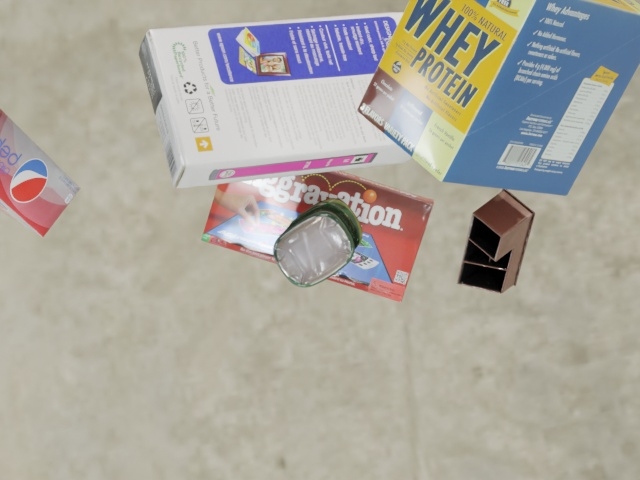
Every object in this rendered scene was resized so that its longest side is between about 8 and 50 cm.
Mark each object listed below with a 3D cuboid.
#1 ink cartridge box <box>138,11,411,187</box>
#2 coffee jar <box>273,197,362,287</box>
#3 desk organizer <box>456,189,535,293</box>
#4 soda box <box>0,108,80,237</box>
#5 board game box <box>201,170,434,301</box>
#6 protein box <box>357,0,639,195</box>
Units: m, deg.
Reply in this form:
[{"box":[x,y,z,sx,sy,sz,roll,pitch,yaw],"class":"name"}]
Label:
[{"box":[-0.009,-0.167,1.856,0.069,0.370,0.176,122,136,-60],"class":"ink cartridge box"},{"box":[0.000,0.000,2.029,0.096,0.184,0.079,-32,94,10],"class":"coffee jar"},{"box":[0.185,0.009,1.729,0.047,0.050,0.130,42,150,24],"class":"desk organizer"},{"box":[-0.403,-0.108,1.972,0.092,0.263,0.083,29,78,33],"class":"soda box"},{"box":[-0.004,-0.027,2.159,0.281,0.027,0.145,17,104,-1],"class":"board game box"},{"box":[0.181,-0.167,1.553,0.136,0.199,0.201,43,117,38],"class":"protein box"}]
